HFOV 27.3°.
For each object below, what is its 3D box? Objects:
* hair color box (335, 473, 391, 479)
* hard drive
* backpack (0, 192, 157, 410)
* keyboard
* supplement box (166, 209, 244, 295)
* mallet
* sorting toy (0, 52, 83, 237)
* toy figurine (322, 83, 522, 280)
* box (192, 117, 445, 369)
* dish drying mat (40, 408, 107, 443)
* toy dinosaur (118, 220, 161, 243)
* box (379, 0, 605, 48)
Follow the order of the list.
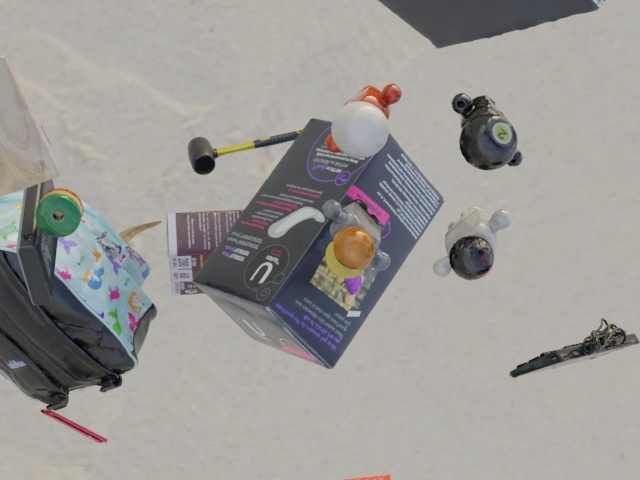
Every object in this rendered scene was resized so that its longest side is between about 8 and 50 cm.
[{"bbox_3d":[0.039,0.437,2.125,0.053,0.167,0.093,-67,148,-69],"label":"hair color box"},{"bbox_3d":[-0.300,-0.012,1.407,0.094,0.022,0.135,87,-1,-48],"label":"hard drive"},{"bbox_3d":[-0.343,0.055,1.594,0.253,0.225,0.191,45,40,-35],"label":"backpack"},{"bbox_3d":[0.286,0.111,1.435,0.192,0.100,0.038,-5,74,-52],"label":"keyboard"},{"bbox_3d":[-0.097,0.015,1.877,0.239,0.130,0.073,-4,62,-5],"label":"supplement box"},{"bbox_3d":[-0.110,-0.148,1.990,0.189,0.062,0.039,-17,126,-13],"label":"mallet"},{"bbox_3d":[-0.345,-0.117,1.304,0.046,0.132,0.275,-91,161,-65],"label":"sorting toy"},{"bbox_3d":[0.106,-0.059,1.419,0.148,0.213,0.210,-76,173,-72],"label":"toy figurine"},{"bbox_3d":[0.000,0.000,1.640,0.270,0.165,0.143,-54,127,-16],"label":"box"},{"bbox_3d":[-0.298,0.225,1.589,0.083,0.032,0.008,34,70,-29],"label":"dish drying mat"},{"bbox_3d":[-0.304,0.034,1.804,0.211,0.112,0.064,-59,166,7],"label":"toy dinosaur"},{"bbox_3d":[0.164,-0.593,1.776,0.471,0.297,0.480,28,62,-44],"label":"box"}]
